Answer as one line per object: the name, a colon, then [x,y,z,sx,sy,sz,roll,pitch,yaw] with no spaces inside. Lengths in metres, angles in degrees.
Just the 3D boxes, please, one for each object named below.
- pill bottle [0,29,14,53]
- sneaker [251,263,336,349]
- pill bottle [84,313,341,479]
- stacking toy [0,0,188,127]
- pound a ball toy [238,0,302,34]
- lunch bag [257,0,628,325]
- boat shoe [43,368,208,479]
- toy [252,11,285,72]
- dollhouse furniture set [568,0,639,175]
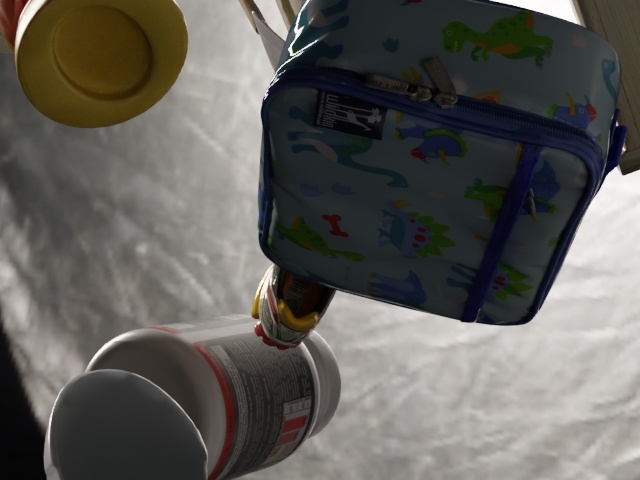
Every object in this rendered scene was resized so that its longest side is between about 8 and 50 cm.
pill bottle: [-0.277,-0.248,1.220,0.180,0.108,0.108,77,-175,-49]
sneaker: [0.000,0.000,1.480,0.093,0.088,0.225,148,137,-70]
pill bottle: [-0.128,0.203,1.887,0.210,0.363,0.210,1,92,28]
stacking toy: [-0.277,-0.165,0.976,0.279,0.309,0.130,-37,46,5]
pound a ball toy: [-0.005,-0.243,1.774,0.136,0.208,0.319,100,153,-53]
lunch bag: [0.058,-0.039,0.763,0.219,0.176,0.090,102,-177,-63]
boat shoe: [-0.139,0.270,1.124,0.367,0.135,0.156,59,138,43]
toy: [0.025,-0.089,1.242,0.137,0.056,0.237,46,164,37]
dollhouse furniture set: [0.241,-0.247,1.131,0.394,0.362,0.256,-89,-22,-71]
